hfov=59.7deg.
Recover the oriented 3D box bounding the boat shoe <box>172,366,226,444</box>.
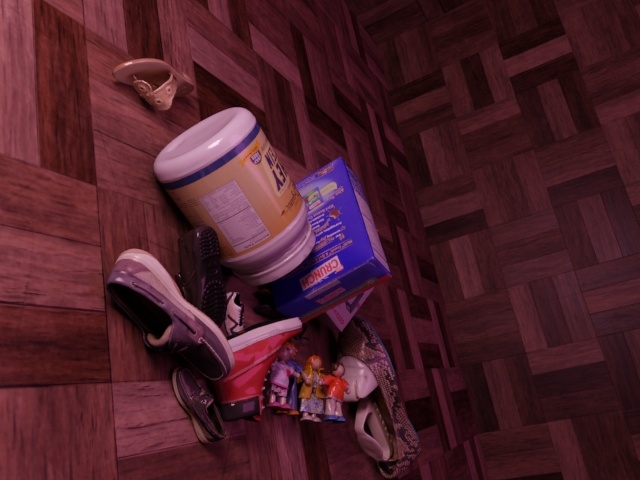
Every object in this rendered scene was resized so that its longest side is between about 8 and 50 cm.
[{"bbox_3d":[-0.211,0.288,0.989,0.152,0.049,0.056,66,24,-12],"label":"boat shoe"}]

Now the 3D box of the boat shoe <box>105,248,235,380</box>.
[{"bbox_3d":[-0.256,0.146,0.942,0.285,0.102,0.092,57,31,-22],"label":"boat shoe"}]

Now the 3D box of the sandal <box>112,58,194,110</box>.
[{"bbox_3d":[-0.321,-0.307,1.150,0.079,0.088,0.240,65,18,1],"label":"sandal"}]

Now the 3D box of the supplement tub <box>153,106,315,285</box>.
[{"bbox_3d":[-0.166,-0.085,1.150,0.316,0.228,0.228,59,26,-27],"label":"supplement tub"}]

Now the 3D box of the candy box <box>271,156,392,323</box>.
[{"bbox_3d":[0.000,0.000,1.351,0.122,0.268,0.317,40,29,-47],"label":"candy box"}]

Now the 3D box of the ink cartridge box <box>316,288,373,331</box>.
[{"bbox_3d":[0.055,0.118,1.537,0.212,0.093,0.154,-49,125,-20],"label":"ink cartridge box"}]

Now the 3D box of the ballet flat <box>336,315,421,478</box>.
[{"bbox_3d":[0.143,0.455,1.559,0.182,0.164,0.483,-34,107,-46],"label":"ballet flat"}]

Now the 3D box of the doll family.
[{"bbox_3d":[-0.052,0.322,1.280,0.262,0.118,0.163,26,53,-36],"label":"doll family"}]

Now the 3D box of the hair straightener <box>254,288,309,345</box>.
[{"bbox_3d":[-0.089,0.204,1.352,0.230,0.047,0.089,51,30,-49],"label":"hair straightener"}]

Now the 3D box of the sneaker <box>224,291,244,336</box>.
[{"bbox_3d":[-0.178,0.160,1.172,0.040,0.043,0.109,-22,95,-69],"label":"sneaker"}]

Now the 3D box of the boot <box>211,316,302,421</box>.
[{"bbox_3d":[-0.117,0.261,1.130,0.244,0.088,0.176,-18,91,-45],"label":"boot"}]

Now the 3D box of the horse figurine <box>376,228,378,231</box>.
[{"bbox_3d":[0.066,0.022,1.637,0.066,0.174,0.263,-79,179,-50],"label":"horse figurine"}]

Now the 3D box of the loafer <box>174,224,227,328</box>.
[{"bbox_3d":[-0.233,0.081,1.068,0.080,0.078,0.220,-4,94,-60],"label":"loafer"}]
